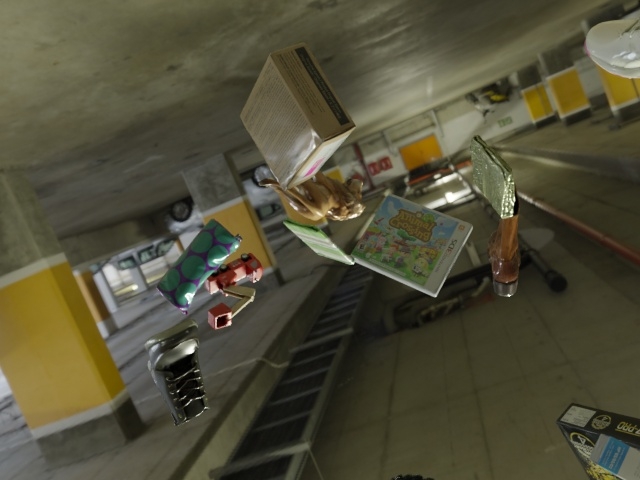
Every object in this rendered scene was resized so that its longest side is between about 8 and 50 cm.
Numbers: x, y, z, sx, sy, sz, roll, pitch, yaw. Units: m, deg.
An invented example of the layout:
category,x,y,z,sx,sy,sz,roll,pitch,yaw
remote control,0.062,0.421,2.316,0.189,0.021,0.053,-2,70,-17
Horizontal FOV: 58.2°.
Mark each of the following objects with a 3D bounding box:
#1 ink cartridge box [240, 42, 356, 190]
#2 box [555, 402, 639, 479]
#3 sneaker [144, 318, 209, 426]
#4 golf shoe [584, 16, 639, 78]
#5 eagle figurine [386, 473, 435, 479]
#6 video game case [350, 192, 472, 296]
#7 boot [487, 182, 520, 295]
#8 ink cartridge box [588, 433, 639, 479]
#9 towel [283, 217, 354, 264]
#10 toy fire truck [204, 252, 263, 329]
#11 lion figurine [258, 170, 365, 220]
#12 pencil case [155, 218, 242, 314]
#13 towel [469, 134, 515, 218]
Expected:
category,x,y,z,sx,sy,sz,roll,pitch,yaw
ink cartridge box,-0.053,-0.235,1.134,0.088,0.193,0.235,-29,175,-28
box,0.841,0.594,1.464,0.097,0.318,0.395,-39,-168,-22
sneaker,-0.205,0.203,0.877,0.083,0.118,0.222,-24,162,-25
golf shoe,0.536,-0.315,0.872,0.115,0.140,0.306,-46,-140,-5
eagle figurine,0.202,0.621,1.192,0.225,0.298,0.226,19,174,16
video game case,0.204,0.004,1.296,0.193,0.212,0.023,-57,155,-22
boot,0.495,-0.035,1.558,0.096,0.280,0.264,4,-143,21
ink cartridge box,0.612,0.438,1.076,0.061,0.181,0.104,-62,159,-6
towel,0.000,0.000,1.252,0.113,0.152,0.023,16,-109,40
toy fire truck,-0.199,0.112,1.334,0.192,0.135,0.047,-27,142,-33
lion figurine,-0.014,-0.122,1.590,0.142,0.240,0.392,-46,177,26
pencil case,-0.195,0.040,0.928,0.151,0.070,0.064,-51,-146,-13
towel,0.298,-0.110,1.003,0.027,0.110,0.148,-30,146,0
